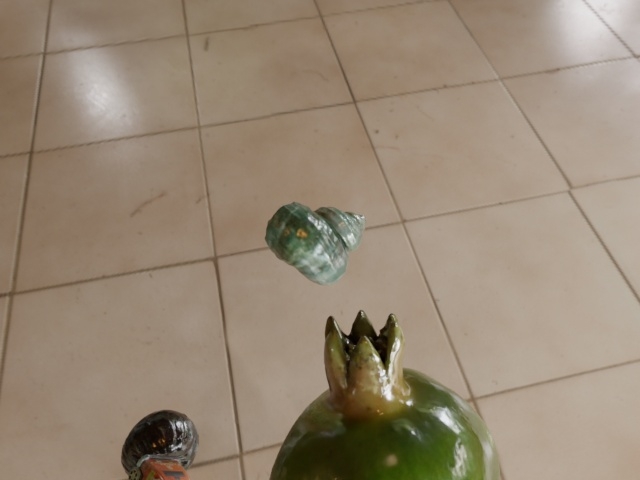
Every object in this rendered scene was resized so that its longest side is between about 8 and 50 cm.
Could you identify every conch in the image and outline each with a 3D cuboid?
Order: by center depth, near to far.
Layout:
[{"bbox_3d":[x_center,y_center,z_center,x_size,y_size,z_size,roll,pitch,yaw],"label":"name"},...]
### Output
[{"bbox_3d":[0.000,0.000,1.292,0.277,0.195,0.220,-20,101,-25],"label":"conch"}]

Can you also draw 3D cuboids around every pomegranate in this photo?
[{"bbox_3d":[0.097,0.266,0.650,0.216,0.359,0.309,8,19,41],"label":"pomegranate"}]

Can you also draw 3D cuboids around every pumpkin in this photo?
[{"bbox_3d":[-0.486,0.630,1.635,0.233,0.233,0.163,-29,41,-19],"label":"pumpkin"}]

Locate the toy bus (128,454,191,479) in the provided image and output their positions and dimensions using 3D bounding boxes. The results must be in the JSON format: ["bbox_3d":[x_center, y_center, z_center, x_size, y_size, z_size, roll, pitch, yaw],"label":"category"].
[{"bbox_3d":[-0.398,0.627,1.212,0.119,0.121,0.265,24,84,40],"label":"toy bus"}]
